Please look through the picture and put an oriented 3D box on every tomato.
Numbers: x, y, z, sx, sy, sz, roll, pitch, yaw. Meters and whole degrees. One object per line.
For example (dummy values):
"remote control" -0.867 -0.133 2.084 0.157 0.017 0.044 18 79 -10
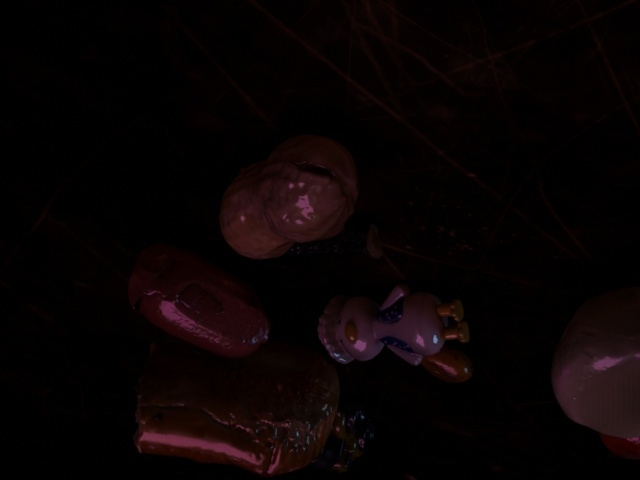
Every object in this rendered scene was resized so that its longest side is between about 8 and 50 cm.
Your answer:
"tomato" 0.584 0.365 1.816 0.155 0.069 0.156 14 153 7

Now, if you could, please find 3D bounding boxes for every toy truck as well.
"toy truck" 0.022 0.446 2.207 0.147 0.165 0.224 5 151 23

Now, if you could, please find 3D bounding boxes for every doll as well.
"doll" 0.110 0.142 1.648 0.293 0.119 0.138 -6 101 38

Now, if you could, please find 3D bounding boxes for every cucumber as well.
"cucumber" 0.000 0.000 1.514 0.214 0.058 0.052 -1 153 37

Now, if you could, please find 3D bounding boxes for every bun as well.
"bun" 0.458 0.151 1.404 0.283 0.179 0.283 -2 142 -1

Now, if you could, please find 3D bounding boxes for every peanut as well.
"peanut" -0.049 -0.051 1.369 0.149 0.149 0.313 30 151 -22

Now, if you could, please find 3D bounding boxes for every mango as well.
"mango" 0.222 0.218 1.786 0.114 0.057 0.079 27 157 1

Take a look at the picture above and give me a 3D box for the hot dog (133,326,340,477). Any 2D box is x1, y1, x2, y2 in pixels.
"hot dog" -0.147 0.285 1.867 0.365 0.367 0.196 9 120 -2

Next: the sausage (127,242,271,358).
"sausage" -0.215 0.109 1.750 0.279 0.152 0.152 31 150 -25
